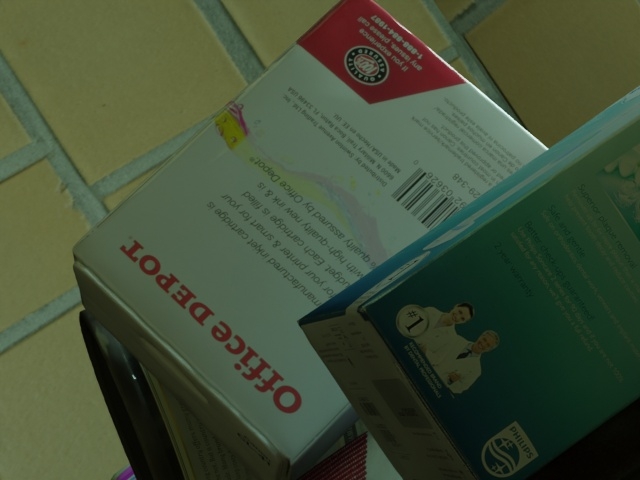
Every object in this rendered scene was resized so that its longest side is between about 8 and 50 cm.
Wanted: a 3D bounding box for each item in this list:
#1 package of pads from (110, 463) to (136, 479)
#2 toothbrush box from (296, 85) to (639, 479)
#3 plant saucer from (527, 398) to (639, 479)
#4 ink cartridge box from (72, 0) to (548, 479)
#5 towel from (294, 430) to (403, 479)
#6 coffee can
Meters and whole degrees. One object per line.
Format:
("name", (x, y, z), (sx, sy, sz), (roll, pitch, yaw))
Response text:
("package of pads", (-0.062, 0.223, 1.950), (0.296, 0.101, 0.229), (-34, 14, -7))
("toothbrush box", (0.153, 0.009, 1.083), (0.295, 0.126, 0.216), (-35, 2, -11))
("plant saucer", (0.153, 0.113, 0.908), (0.310, 0.050, 0.310), (-33, -2, -1))
("ink cartridge box", (0.000, 0.000, 1.432), (0.306, 0.226, 0.131), (-43, -12, -15))
("towel", (0.075, 0.156, 1.231), (0.329, 0.037, 0.237), (-35, 14, 14))
("coffee can", (-0.032, 0.102, 1.569), (0.275, 0.202, 0.201), (-21, -4, -11))
